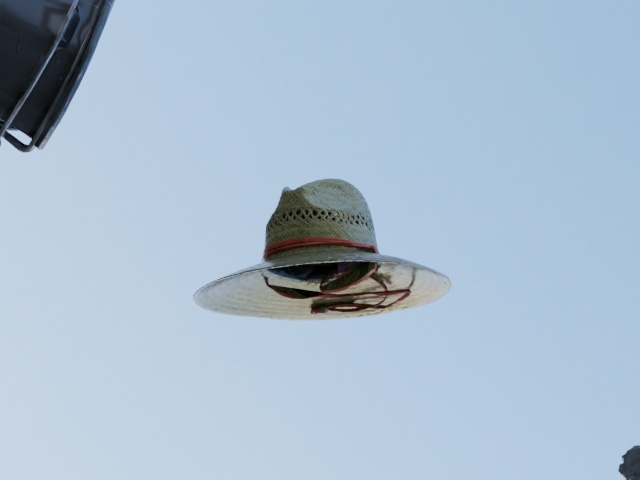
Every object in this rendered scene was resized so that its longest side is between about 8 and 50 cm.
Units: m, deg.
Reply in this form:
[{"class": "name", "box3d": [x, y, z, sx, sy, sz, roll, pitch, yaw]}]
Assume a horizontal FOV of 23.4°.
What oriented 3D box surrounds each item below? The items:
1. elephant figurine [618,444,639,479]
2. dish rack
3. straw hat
[{"class": "elephant figurine", "box3d": [0.228, 0.229, 0.665, 0.186, 0.169, 0.239, -4, -124, 33]}, {"class": "dish rack", "box3d": [-0.173, -0.062, 0.717, 0.271, 0.074, 0.208, -49, -161, 38]}, {"class": "straw hat", "box3d": [0.000, 0.000, 0.829, 0.144, 0.144, 0.061, -20, -112, 49]}]
